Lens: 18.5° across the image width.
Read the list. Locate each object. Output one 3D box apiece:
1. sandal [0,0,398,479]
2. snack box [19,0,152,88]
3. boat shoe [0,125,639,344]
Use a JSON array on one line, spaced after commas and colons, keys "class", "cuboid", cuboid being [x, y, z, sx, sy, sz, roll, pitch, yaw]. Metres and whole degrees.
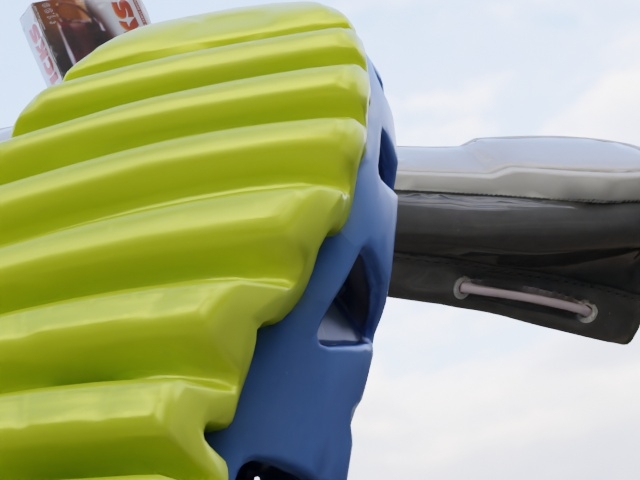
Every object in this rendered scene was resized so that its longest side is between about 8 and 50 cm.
[{"class": "sandal", "cuboid": [-0.040, 0.067, 0.552, 0.126, 0.317, 0.138, -3, -38, 23]}, {"class": "snack box", "cuboid": [-0.091, -0.045, 0.997, 0.064, 0.178, 0.022, -16, -14, -36]}, {"class": "boat shoe", "cuboid": [0.000, 0.000, 0.923, 0.335, 0.096, 0.112, 2, 14, -4]}]
